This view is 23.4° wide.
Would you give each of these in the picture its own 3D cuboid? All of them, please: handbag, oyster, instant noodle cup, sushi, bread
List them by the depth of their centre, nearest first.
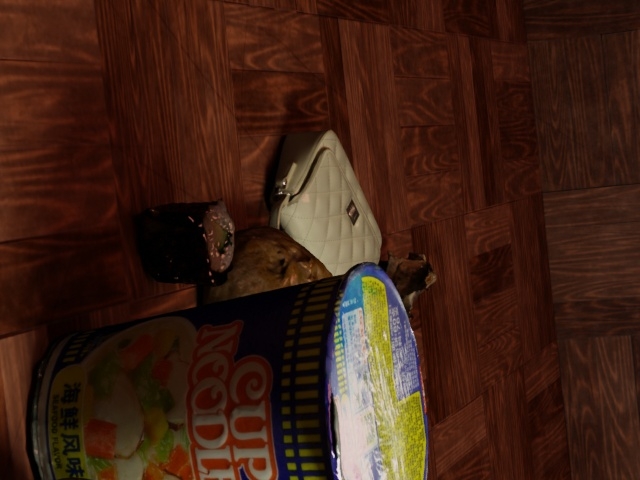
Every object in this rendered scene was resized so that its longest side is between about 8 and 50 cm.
[{"bbox_3d":[-0.086,0.169,1.445,0.284,0.312,0.284,-5,90,-71],"label":"instant noodle cup"},{"bbox_3d":[-0.143,0.003,1.656,0.098,0.084,0.094,-29,116,-63],"label":"sushi"},{"bbox_3d":[-0.050,0.095,1.830,0.230,0.123,0.230,-8,90,-70],"label":"bread"},{"bbox_3d":[0.000,0.000,2.048,0.256,0.079,0.219,63,34,-42],"label":"handbag"},{"bbox_3d":[0.088,0.100,2.166,0.221,0.096,0.361,-56,-178,43],"label":"oyster"}]

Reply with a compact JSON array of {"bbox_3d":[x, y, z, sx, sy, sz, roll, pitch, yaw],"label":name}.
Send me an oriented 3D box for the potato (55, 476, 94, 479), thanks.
[{"bbox_3d":[-0.209,0.325,1.330,0.186,0.148,0.253,-23,116,-48],"label":"potato"}]
